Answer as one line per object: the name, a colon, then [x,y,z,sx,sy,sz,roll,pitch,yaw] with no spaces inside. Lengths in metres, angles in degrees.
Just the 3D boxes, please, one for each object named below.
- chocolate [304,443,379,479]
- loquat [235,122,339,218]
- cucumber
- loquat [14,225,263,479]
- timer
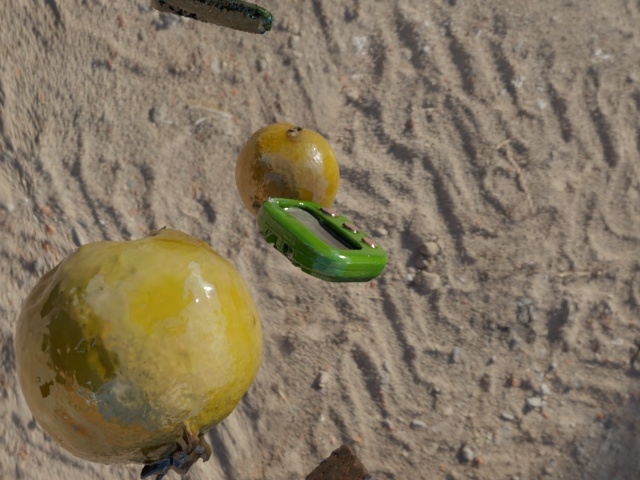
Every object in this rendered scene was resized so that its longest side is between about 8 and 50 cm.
chocolate: [0.083,0.456,1.021,0.112,0.112,0.321,-33,110,-10]
loquat: [-0.043,-0.082,0.921,0.141,0.141,0.141,-1,93,-22]
cucumber: [-0.153,-0.327,1.001,0.044,0.257,0.043,-34,134,-35]
loquat: [-0.168,0.111,0.686,0.244,0.244,0.243,-1,93,-22]
timer: [0.000,0.000,0.800,0.128,0.140,0.047,3,118,-48]
